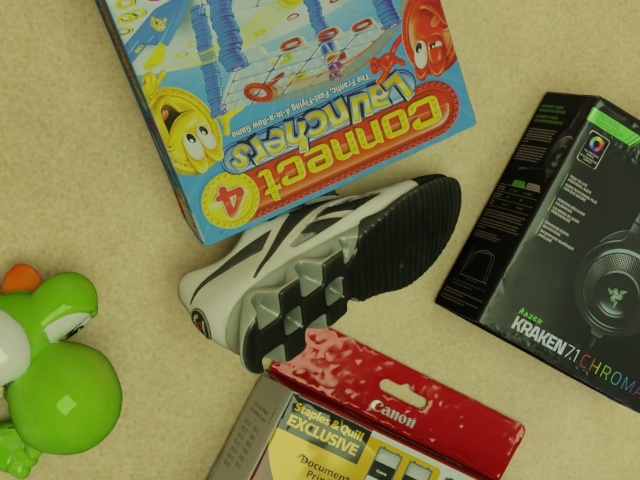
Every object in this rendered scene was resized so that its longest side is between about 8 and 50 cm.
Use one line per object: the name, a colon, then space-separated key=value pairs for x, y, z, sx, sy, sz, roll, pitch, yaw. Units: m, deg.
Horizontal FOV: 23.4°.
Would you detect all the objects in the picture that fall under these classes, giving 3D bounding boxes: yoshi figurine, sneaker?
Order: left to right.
yoshi figurine: x=-0.336 y=0.183 z=1.456 sx=0.362 sy=0.203 sz=0.203 roll=-37 pitch=121 yaw=-11
sneaker: x=0.000 y=0.000 z=1.557 sx=0.331 sy=0.146 sz=0.122 roll=-28 pitch=134 yaw=-34

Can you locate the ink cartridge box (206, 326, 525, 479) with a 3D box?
ink cartridge box: x=0.056 y=0.264 z=1.599 sx=0.309 sy=0.130 sz=0.271 roll=27 pitch=88 yaw=-17

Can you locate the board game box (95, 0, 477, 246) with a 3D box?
board game box: x=-0.035 y=-0.194 z=1.491 sx=0.308 sy=0.086 sz=0.302 roll=-25 pitch=117 yaw=-9

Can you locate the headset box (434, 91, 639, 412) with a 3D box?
headset box: x=0.304 y=0.007 z=1.633 sx=0.246 sy=0.131 sz=0.283 roll=30 pitch=88 yaw=-18
